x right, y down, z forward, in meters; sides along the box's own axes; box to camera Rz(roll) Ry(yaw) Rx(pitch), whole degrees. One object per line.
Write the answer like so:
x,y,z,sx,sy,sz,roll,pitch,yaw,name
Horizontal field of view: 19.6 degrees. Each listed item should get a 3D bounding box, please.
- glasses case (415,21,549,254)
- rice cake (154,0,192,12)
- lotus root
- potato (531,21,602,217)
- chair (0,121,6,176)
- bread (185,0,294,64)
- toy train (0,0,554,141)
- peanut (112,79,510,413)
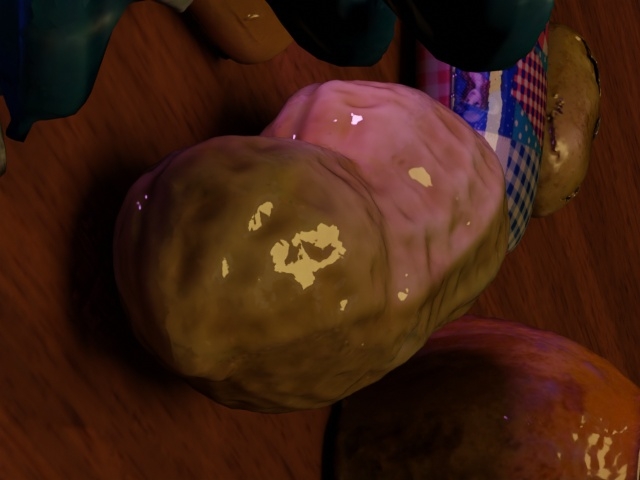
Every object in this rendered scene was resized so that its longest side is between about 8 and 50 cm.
0.109,-0.151,1.233,0.125,0.076,0.327,16,74,-66,glasses case
-0.077,-0.218,0.818,0.085,0.040,0.226,17,75,-67,rice cake
0.118,0.151,1.130,0.188,0.180,0.199,-63,145,-55,lotus root
0.167,-0.093,1.379,0.107,0.080,0.170,59,37,-31,potato
-0.186,-0.109,0.423,0.147,0.136,0.270,-53,136,-58,chair
-0.036,-0.139,0.900,0.115,0.056,0.082,58,38,-53,bread
-0.046,-0.176,0.592,0.300,0.188,0.265,-153,-122,-73,toy train
0.000,0.000,0.904,0.305,0.147,0.147,-34,122,-59,peanut
